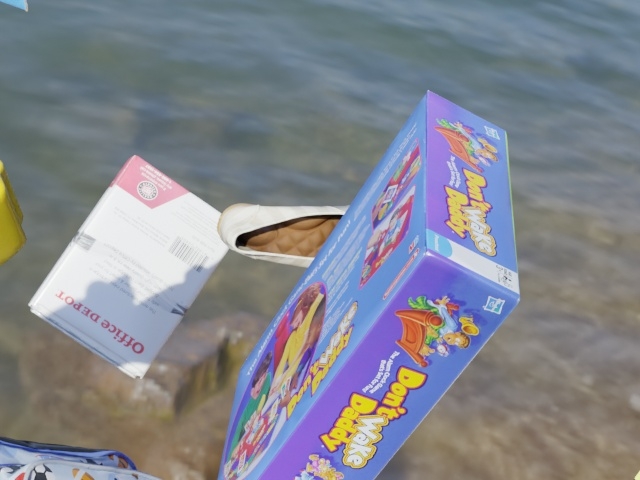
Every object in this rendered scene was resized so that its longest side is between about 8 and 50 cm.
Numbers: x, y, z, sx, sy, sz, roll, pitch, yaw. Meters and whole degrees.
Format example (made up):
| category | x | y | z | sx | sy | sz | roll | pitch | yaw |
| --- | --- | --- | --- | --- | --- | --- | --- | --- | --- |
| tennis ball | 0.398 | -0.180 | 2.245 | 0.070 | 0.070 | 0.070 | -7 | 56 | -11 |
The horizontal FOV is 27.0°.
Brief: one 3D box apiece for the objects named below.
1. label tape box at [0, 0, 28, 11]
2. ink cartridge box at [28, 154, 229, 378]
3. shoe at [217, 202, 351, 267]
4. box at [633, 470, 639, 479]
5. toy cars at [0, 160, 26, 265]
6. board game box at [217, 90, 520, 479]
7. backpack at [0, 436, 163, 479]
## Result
| category | x | y | z | sx | sy | sz | roll | pitch | yaw |
| --- | --- | --- | --- | --- | --- | --- | --- | --- | --- |
| label tape box | -0.416 | -0.484 | 1.703 | 0.106 | 0.333 | 0.241 | -24 | 30 | -28 |
| ink cartridge box | -0.222 | 0.033 | 1.582 | 0.158 | 0.218 | 0.092 | 35 | -11 | -10 |
| shoe | 0.000 | 0.000 | 1.428 | 0.219 | 0.076 | 0.058 | 3 | 11 | -14 |
| box | 0.458 | 0.218 | 1.534 | 0.087 | 0.232 | 0.058 | 38 | 19 | 28 |
| toy cars | -0.356 | 0.028 | 0.855 | 0.394 | 0.176 | 0.087 | -1 | 48 | -49 |
| board game box | 0.029 | 0.080 | 1.075 | 0.078 | 0.347 | 0.233 | 26 | 33 | -12 |
| backpack | -0.233 | 0.287 | 1.027 | 0.213 | 0.263 | 0.276 | -7 | -17 | 35 |
